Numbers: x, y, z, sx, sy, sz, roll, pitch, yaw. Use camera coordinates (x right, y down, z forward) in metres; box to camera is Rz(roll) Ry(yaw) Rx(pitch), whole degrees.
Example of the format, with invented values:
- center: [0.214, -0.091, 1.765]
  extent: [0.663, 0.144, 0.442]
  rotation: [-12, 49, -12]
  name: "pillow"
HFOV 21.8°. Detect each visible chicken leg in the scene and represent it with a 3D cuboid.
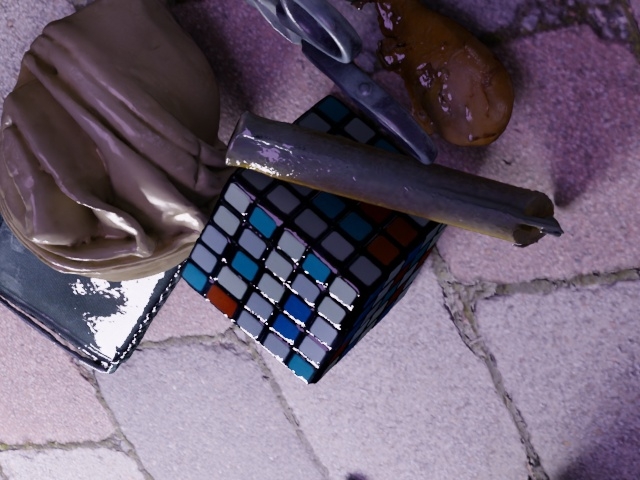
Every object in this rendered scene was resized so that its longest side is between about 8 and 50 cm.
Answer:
- center: [0.099, -0.172, 1.555]
  extent: [0.207, 0.085, 0.101]
  rotation: [50, 154, 10]
  name: "chicken leg"

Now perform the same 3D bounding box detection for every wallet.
- center: [-0.280, 0.004, 2.015]
  extent: [0.237, 0.075, 0.342]
  rotation: [37, 136, 2]
  name: "wallet"

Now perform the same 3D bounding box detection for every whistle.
- center: [0.072, -0.054, 1.572]
  extent: [0.327, 0.068, 0.057]
  rotation: [16, 102, -3]
  name: "whistle"

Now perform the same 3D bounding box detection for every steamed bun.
- center: [-0.217, -0.092, 1.741]
  extent: [0.276, 0.203, 0.289]
  rotation: [38, 117, -8]
  name: "steamed bun"

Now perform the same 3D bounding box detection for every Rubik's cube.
- center: [0.000, 0.000, 1.688]
  extent: [0.187, 0.182, 0.184]
  rotation: [41, 139, 8]
  name: "Rubik's cube"

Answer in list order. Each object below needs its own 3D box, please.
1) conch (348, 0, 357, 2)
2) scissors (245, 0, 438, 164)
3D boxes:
- center: [-0.015, -0.307, 1.479]
  extent: [0.176, 0.122, 0.188]
  rotation: [-26, 67, 21]
  name: "conch"
- center: [-0.049, -0.223, 1.556]
  extent: [0.383, 0.029, 0.256]
  rotation: [43, 177, 37]
  name: "scissors"
